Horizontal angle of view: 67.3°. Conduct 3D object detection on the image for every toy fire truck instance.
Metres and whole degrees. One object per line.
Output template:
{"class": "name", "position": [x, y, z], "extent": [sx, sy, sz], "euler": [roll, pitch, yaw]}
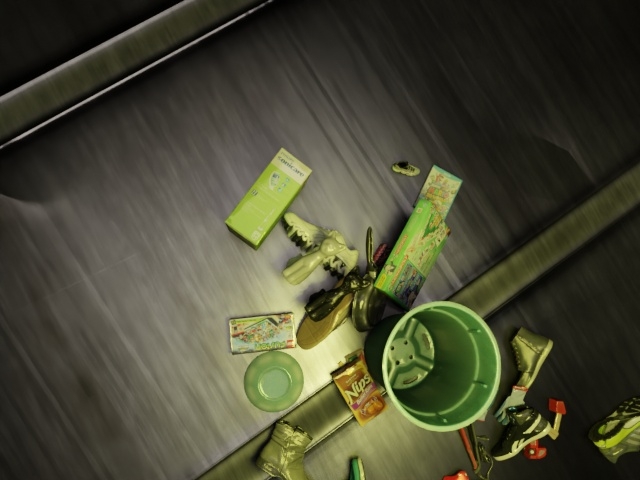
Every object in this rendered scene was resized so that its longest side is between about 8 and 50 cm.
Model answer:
{"class": "toy fire truck", "position": [0.759, 0.639, 1.634], "extent": [0.135, 0.047, 0.192], "euler": [3, 84, -7]}

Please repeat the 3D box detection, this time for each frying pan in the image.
{"class": "frying pan", "position": [0.175, 0.136, 1.537], "extent": [0.053, 0.197, 0.327], "euler": [11, 83, 31]}

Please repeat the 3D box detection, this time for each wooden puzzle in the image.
{"class": "wooden puzzle", "position": [0.122, 0.402, 1.585], "extent": [0.116, 0.014, 0.079], "euler": [-32, 90, -10]}

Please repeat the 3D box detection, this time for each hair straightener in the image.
{"class": "hair straightener", "position": [0.528, 0.687, 1.597], "extent": [0.088, 0.047, 0.231], "euler": [-20, 88, -9]}

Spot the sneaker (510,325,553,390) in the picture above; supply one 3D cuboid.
{"class": "sneaker", "position": [0.683, 0.410, 1.642], "extent": [0.118, 0.083, 0.222], "euler": [29, 91, 17]}

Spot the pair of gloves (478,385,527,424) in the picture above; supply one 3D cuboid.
{"class": "pair of gloves", "position": [0.589, 0.542, 1.606], "extent": [0.198, 0.023, 0.160], "euler": [11, 107, 0]}

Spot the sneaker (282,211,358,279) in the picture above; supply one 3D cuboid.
{"class": "sneaker", "position": [0.000, 0.000, 1.568], "extent": [0.292, 0.110, 0.118], "euler": [41, 73, -11]}

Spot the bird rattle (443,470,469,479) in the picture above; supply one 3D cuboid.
{"class": "bird rattle", "position": [0.510, 0.877, 1.564], "extent": [0.206, 0.143, 0.254], "euler": [-8, 73, -20]}

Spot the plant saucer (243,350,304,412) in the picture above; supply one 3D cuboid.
{"class": "plant saucer", "position": [-0.147, 0.452, 1.531], "extent": [0.194, 0.037, 0.195], "euler": [1, 85, -8]}

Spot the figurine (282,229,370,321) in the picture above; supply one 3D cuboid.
{"class": "figurine", "position": [0.017, 0.102, 1.462], "extent": [0.209, 0.092, 0.215], "euler": [-36, 79, 18]}

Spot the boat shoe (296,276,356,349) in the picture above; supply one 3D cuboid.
{"class": "boat shoe", "position": [0.039, 0.241, 1.547], "extent": [0.102, 0.092, 0.285], "euler": [40, 94, 36]}

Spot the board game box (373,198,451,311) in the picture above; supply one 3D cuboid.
{"class": "board game box", "position": [0.305, 0.053, 1.559], "extent": [0.213, 0.046, 0.318], "euler": [40, 76, -48]}

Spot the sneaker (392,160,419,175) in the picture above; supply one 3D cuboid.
{"class": "sneaker", "position": [0.300, -0.248, 1.643], "extent": [0.098, 0.069, 0.038], "euler": [7, 84, -7]}

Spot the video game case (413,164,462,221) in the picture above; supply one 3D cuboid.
{"class": "video game case", "position": [0.411, -0.164, 1.678], "extent": [0.119, 0.015, 0.167], "euler": [28, 81, -4]}

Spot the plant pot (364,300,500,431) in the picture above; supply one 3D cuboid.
{"class": "plant pot", "position": [0.299, 0.353, 1.446], "extent": [0.340, 0.334, 0.342], "euler": [1, 83, -10]}

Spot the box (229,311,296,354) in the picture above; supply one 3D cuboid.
{"class": "box", "position": [-0.183, 0.297, 1.540], "extent": [0.206, 0.036, 0.114], "euler": [-5, 86, -9]}

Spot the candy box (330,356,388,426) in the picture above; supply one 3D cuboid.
{"class": "candy box", "position": [0.125, 0.486, 1.549], "extent": [0.109, 0.053, 0.187], "euler": [-31, 94, -9]}

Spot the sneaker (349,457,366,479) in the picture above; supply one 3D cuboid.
{"class": "sneaker", "position": [0.083, 0.821, 1.499], "extent": [0.109, 0.107, 0.276], "euler": [12, 83, 3]}

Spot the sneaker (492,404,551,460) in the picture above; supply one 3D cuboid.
{"class": "sneaker", "position": [0.628, 0.619, 1.584], "extent": [0.217, 0.079, 0.121], "euler": [-42, 88, 16]}

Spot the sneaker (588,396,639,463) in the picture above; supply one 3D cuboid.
{"class": "sneaker", "position": [1.073, 0.648, 1.660], "extent": [0.299, 0.111, 0.121], "euler": [-29, 99, -4]}

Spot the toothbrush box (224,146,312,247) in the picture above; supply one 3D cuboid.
{"class": "toothbrush box", "position": [-0.162, -0.120, 1.498], "extent": [0.122, 0.206, 0.283], "euler": [37, 82, -2]}

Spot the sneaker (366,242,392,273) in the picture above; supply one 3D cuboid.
{"class": "sneaker", "position": [0.201, 0.068, 1.616], "extent": [0.057, 0.047, 0.119], "euler": [37, 82, -15]}

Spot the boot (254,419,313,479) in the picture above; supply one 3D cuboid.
{"class": "boot", "position": [-0.068, 0.683, 1.502], "extent": [0.246, 0.083, 0.161], "euler": [36, 75, -5]}
